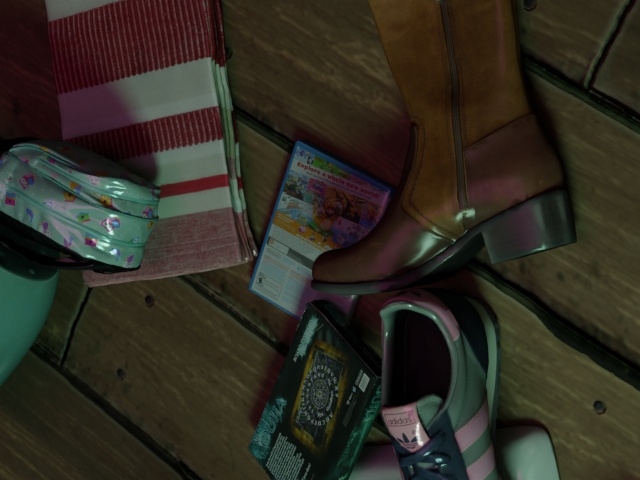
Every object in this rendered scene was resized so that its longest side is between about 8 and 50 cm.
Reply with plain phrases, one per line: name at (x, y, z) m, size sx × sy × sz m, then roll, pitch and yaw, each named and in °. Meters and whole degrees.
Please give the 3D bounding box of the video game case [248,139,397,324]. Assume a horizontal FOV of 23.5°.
video game case at (0.000, 0.000, 1.509) m, size 0.119 × 0.015 × 0.166 m, roll 30°, pitch 112°, yaw 29°

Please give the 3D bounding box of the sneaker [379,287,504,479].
sneaker at (0.098, 0.195, 1.351) m, size 0.112 × 0.131 × 0.319 m, roll -18°, pitch 69°, yaw 31°

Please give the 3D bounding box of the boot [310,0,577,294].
boot at (0.078, -0.101, 1.391) m, size 0.264 × 0.096 × 0.280 m, roll -18°, pitch 85°, yaw 34°

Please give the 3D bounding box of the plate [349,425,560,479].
plate at (0.114, 0.326, 1.455) m, size 0.277 × 0.045 × 0.278 m, roll -13°, pitch 88°, yaw 36°

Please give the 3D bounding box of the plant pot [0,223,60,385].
plant pot at (-0.425, 0.044, 1.655) m, size 0.235 × 0.293 × 0.293 m, roll -41°, pitch 73°, yaw 18°

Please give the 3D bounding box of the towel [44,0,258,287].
towel at (-0.183, -0.124, 1.609) m, size 0.237 × 0.037 × 0.328 m, roll -8°, pitch 90°, yaw 37°

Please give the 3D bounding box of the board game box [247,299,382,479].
board game box at (-0.003, 0.168, 1.490) m, size 0.126 × 0.026 × 0.186 m, roll 48°, pitch 125°, yaw 42°

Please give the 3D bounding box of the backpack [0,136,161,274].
backpack at (-0.253, -0.038, 1.565) m, size 0.182 × 0.152 × 0.115 m, roll 26°, pitch 106°, yaw 27°
